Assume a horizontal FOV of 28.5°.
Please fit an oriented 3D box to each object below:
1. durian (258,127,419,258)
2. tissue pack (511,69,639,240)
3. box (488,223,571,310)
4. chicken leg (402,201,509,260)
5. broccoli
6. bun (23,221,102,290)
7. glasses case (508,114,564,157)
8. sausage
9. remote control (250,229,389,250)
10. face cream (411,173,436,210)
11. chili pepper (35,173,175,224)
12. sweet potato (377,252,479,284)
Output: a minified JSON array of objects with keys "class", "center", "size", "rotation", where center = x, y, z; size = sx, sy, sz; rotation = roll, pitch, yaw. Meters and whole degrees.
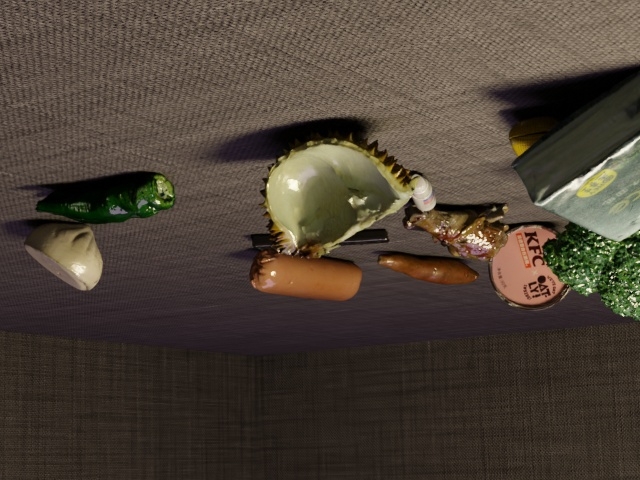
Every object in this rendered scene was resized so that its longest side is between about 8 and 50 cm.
[{"class":"durian","center":[0.009,-0.064,1.583],"size":[0.252,0.139,0.144],"rotation":[-31,156,28]},{"class":"tissue pack","center":[0.358,-0.095,1.472],"size":[0.185,0.081,0.257],"rotation":[-36,154,23]},{"class":"box","center":[0.383,0.048,2.241],"size":[0.151,0.151,0.135],"rotation":[-5,178,17]},{"class":"chicken leg","center":[0.214,-0.024,2.034],"size":[0.196,0.080,0.125],"rotation":[10,156,-18]},{"class":"broccoli","center":[0.455,-0.016,1.736],"size":[0.295,0.265,0.245],"rotation":[-12,-152,-30]},{"class":"bun","center":[-0.414,0.013,2.090],"size":[0.138,0.094,0.138],"rotation":[30,164,9]},{"class":"glasses case","center":[0.297,-0.108,1.583],"size":[0.079,0.064,0.234],"rotation":[-8,167,21]},{"class":"sausage","center":[-0.027,0.069,2.451],"size":[0.086,0.086,0.289],"rotation":[-10,168,38]},{"class":"remote control","center":[0.000,0.000,2.242],"size":[0.245,0.025,0.063],"rotation":[-3,171,4]},{"class":"face cream","center":[0.148,-0.072,1.846],"size":[0.034,0.034,0.130],"rotation":[-3,169,10]},{"class":"chili pepper","center":[-0.310,-0.053,1.818],"size":[0.224,0.061,0.098],"rotation":[-9,174,26]},{"class":"sweet potato","center":[0.214,0.057,2.504],"size":[0.265,0.057,0.057],"rotation":[7,166,-33]}]
